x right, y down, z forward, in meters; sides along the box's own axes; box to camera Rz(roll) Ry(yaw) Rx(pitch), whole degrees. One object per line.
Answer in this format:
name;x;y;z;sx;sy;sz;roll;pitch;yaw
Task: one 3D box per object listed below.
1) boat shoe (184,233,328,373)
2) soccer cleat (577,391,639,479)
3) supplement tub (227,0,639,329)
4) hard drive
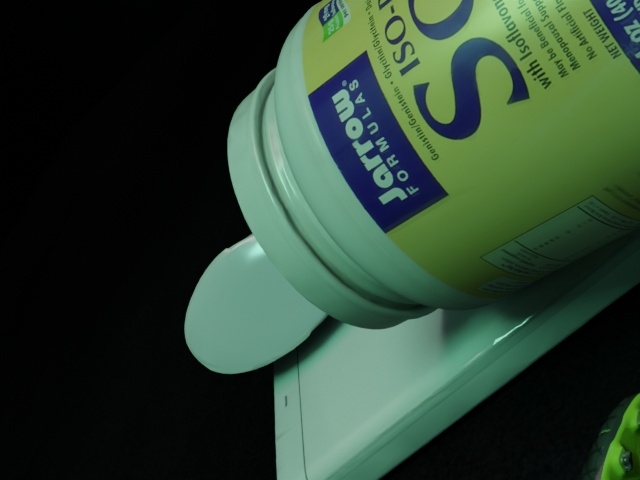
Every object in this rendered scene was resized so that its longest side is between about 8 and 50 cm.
boat shoe;0.000;0.000;0.880;0.301;0.108;0.102;-50;-10;11
soccer cleat;0.146;0.164;0.539;0.072;0.060;0.178;-12;47;58
supplement tub;0.122;-0.100;0.622;0.331;0.241;0.241;-33;29;35
hard drive;0.097;0.052;0.806;0.353;0.047;0.233;-41;25;19
